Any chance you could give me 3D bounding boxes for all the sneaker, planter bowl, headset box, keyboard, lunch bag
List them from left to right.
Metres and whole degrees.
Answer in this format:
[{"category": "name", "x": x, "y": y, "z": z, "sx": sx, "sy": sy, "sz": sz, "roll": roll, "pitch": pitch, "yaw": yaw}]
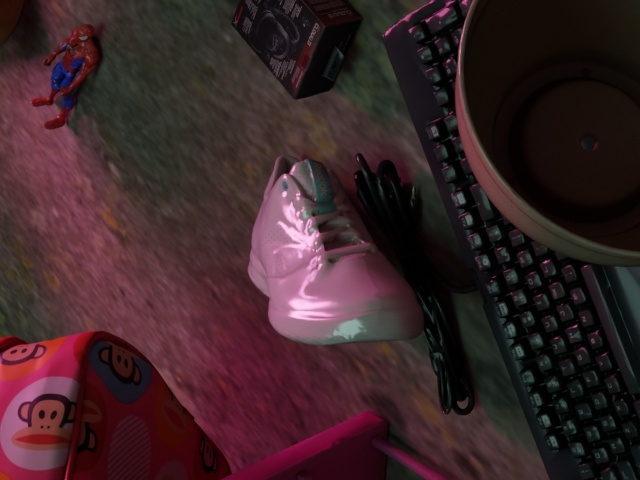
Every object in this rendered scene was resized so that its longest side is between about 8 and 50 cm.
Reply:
[{"category": "lunch bag", "x": -0.153, "y": 0.227, "z": 1.036, "sx": 0.120, "sy": 0.258, "sz": 0.293, "roll": -5, "pitch": 145, "yaw": 17}, {"category": "headset box", "x": -0.014, "y": -0.134, "z": 0.956, "sx": 0.083, "sy": 0.032, "sz": 0.062, "roll": 50, "pitch": 138, "yaw": 25}, {"category": "sneaker", "x": 0.000, "y": 0.000, "z": 0.921, "sx": 0.212, "sy": 0.080, "sz": 0.094, "roll": -144, "pitch": 53, "yaw": -65}, {"category": "keyboard", "x": 0.103, "y": 0.022, "z": 0.874, "sx": 0.201, "sy": 0.033, "sz": 0.317, "roll": -26, "pitch": 83, "yaw": 53}, {"category": "planter bowl", "x": 0.135, "y": -0.059, "z": 0.715, "sx": 0.162, "sy": 0.162, "sz": 0.109, "roll": 64, "pitch": 169, "yaw": 10}]

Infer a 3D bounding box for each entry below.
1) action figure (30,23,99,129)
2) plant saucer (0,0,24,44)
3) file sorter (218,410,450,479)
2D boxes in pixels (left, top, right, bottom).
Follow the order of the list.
[{"category": "action figure", "x": -0.198, "y": -0.131, "z": 1.197, "sx": 0.115, "sy": 0.030, "sz": 0.038, "roll": -50, "pitch": 60, "yaw": 46}, {"category": "plant saucer", "x": -0.322, "y": -0.274, "z": 1.286, "sx": 0.241, "sy": 0.037, "sz": 0.241, "roll": 23, "pitch": 121, "yaw": 45}, {"category": "file sorter", "x": -0.017, "y": 0.272, "z": 0.918, "sx": 0.182, "sy": 0.291, "sz": 0.202, "roll": 27, "pitch": 125, "yaw": 40}]
